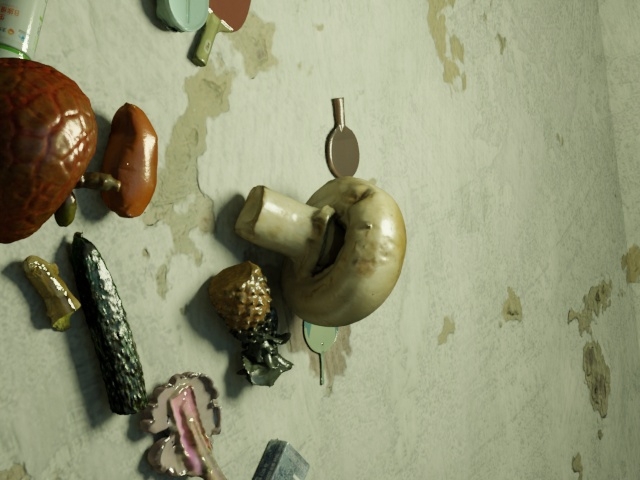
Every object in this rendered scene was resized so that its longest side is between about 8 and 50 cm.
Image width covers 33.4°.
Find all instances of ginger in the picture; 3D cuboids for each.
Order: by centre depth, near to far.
[{"bbox_3d":[-0.394,0.076,1.575,0.057,0.044,0.137,-37,116,-27],"label":"ginger"}]

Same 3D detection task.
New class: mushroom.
[{"bbox_3d":[0.000,0.000,1.934,0.290,0.292,0.293,25,67,-31],"label":"mushroom"}]

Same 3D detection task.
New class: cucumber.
[{"bbox_3d":[-0.327,0.126,1.640,0.067,0.067,0.294,-29,110,-50],"label":"cucumber"}]

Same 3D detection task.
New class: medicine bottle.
[{"bbox_3d":[-0.436,-0.312,1.504,0.086,0.086,0.183,27,67,-49],"label":"medicine bottle"}]

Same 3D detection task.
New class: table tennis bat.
[{"bbox_3d":[-0.183,-0.417,1.901,0.138,0.022,0.247,41,55,-43],"label":"table tennis bat"},{"bbox_3d":[0.085,-0.208,2.157,0.107,0.119,0.170,-15,102,-53],"label":"table tennis bat"}]

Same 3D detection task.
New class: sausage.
[{"bbox_3d":[-0.299,-0.124,1.675,0.089,0.089,0.179,9,86,-52],"label":"sausage"}]

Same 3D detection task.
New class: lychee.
[{"bbox_3d":[-0.409,-0.118,1.404,0.300,0.255,0.255,27,66,-43],"label":"lychee"}]

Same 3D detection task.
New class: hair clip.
[{"bbox_3d":[-0.201,0.364,1.785,0.173,0.069,0.300,-34,104,-50],"label":"hair clip"}]

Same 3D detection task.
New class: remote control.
[{"bbox_3d":[-0.235,-0.474,1.806,0.104,0.052,0.247,8,81,-54],"label":"remote control"}]

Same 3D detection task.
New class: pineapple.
[{"bbox_3d":[-0.120,0.156,1.887,0.111,0.119,0.237,-118,-174,-61],"label":"pineapple"}]

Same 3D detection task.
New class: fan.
[{"bbox_3d":[0.002,0.198,2.116,0.113,0.005,0.175,2,87,-53],"label":"fan"}]

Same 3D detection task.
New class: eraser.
[{"bbox_3d":[-0.092,0.476,1.942,0.092,0.046,0.212,53,49,-37],"label":"eraser"}]
